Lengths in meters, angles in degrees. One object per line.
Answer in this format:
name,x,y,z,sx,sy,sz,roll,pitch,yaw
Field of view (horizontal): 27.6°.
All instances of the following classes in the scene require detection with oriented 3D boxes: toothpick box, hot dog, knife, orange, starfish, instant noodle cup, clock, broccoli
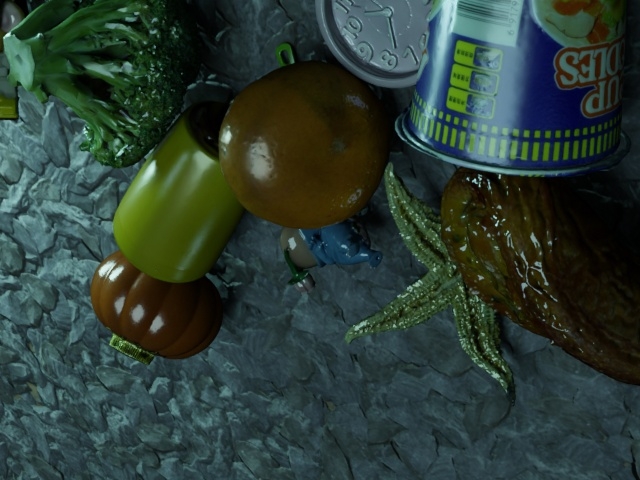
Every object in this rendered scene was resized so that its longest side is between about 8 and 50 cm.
toothpick box,-0.188,-0.079,1.955,0.175,0.175,0.271,41,129,6
hot dog,0.305,0.049,1.627,0.387,0.174,0.267,41,179,-19
knife,-0.020,-0.204,1.862,0.078,0.022,0.166,-16,108,35
orange,-0.024,-0.131,1.766,0.171,0.240,0.240,32,141,60
starfish,0.215,0.042,1.812,0.347,0.078,0.357,26,112,1
instant noodle cup,0.237,-0.266,1.502,0.284,0.284,0.312,17,118,26
clock,0.093,-0.300,1.692,0.197,0.068,0.196,18,126,26
broccoli,-0.304,-0.255,1.857,0.308,0.275,0.307,25,123,44

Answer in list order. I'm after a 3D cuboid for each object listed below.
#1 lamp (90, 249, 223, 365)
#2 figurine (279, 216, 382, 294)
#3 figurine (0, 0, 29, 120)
lamp,-0.263,0.098,2.097,0.223,0.223,0.196,24,84,20
figurine,0.000,0.005,1.879,0.178,0.144,0.114,28,166,50
figurine,-0.538,-0.345,2.047,0.309,0.143,0.308,8,130,10
